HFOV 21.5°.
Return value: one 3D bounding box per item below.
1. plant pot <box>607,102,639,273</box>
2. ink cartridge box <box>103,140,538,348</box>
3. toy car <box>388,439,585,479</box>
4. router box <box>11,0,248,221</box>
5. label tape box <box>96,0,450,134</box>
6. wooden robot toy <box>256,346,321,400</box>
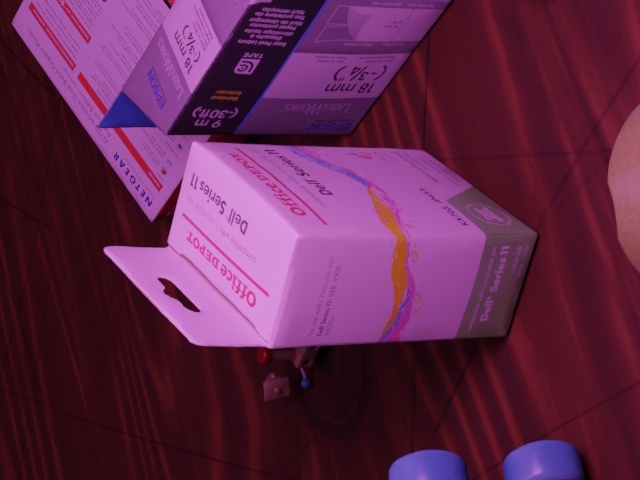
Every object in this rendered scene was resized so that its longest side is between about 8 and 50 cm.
[{"bbox_3d":[0.348,-0.047,1.206,0.254,0.276,0.276,171,97,-66],"label":"plant pot"},{"bbox_3d":[0.000,0.000,1.581,0.207,0.353,0.119,40,122,46],"label":"ink cartridge box"},{"bbox_3d":[0.158,0.335,1.557,0.238,0.210,0.219,92,172,-58],"label":"toy car"},{"bbox_3d":[-0.204,-0.245,2.016,0.335,0.082,0.301,54,134,16],"label":"router box"},{"bbox_3d":[-0.053,-0.182,1.753,0.333,0.241,0.106,-51,53,43],"label":"label tape box"},{"bbox_3d":[-0.033,0.094,1.879,0.173,0.076,0.079,-64,32,31],"label":"wooden robot toy"}]
